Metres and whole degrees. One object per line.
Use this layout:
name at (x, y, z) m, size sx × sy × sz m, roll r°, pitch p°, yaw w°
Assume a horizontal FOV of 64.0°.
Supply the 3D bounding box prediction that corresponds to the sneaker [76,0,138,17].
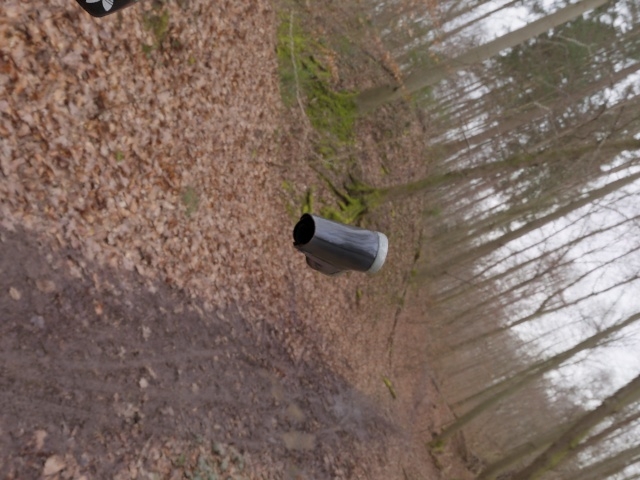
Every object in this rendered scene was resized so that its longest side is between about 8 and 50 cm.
sneaker at (-0.225, -0.319, 0.523) m, size 0.108 × 0.121 × 0.302 m, roll 48°, pitch 7°, yaw -45°

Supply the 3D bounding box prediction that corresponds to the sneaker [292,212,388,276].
sneaker at (0.000, 0.000, 0.777) m, size 0.222 × 0.118 × 0.083 m, roll -11°, pitch -119°, yaw 67°
